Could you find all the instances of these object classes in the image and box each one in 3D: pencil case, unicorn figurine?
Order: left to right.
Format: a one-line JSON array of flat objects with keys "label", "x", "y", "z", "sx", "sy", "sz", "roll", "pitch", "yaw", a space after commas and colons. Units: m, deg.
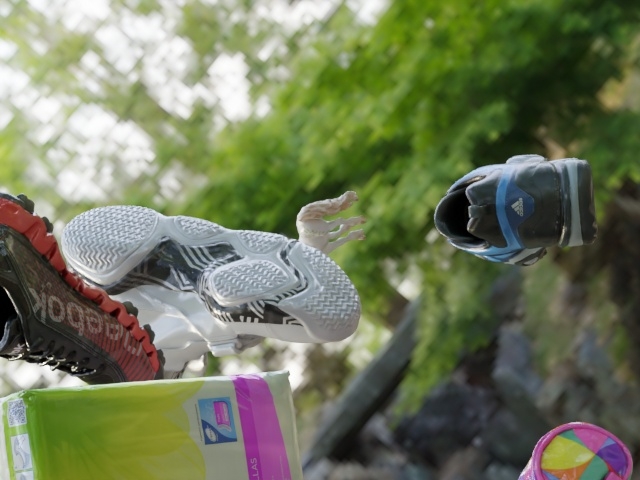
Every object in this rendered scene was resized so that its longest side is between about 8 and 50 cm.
[{"label": "unicorn figurine", "x": 0.000, "y": 0.000, "z": 2.234, "sx": 0.111, "sy": 0.060, "sz": 0.162, "roll": -22, "pitch": -45, "yaw": -10}, {"label": "pencil case", "x": 0.226, "y": 0.260, "z": 1.761, "sx": 0.104, "sy": 0.104, "sz": 0.236, "roll": -46, "pitch": -17, "yaw": -26}]

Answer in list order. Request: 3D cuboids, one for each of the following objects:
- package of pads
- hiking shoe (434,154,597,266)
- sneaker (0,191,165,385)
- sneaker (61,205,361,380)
[{"label": "package of pads", "x": -0.148, "y": 0.242, "z": 1.671, "sx": 0.296, "sy": 0.229, "sz": 0.101, "roll": -1, "pitch": -11, "yaw": -38}, {"label": "hiking shoe", "x": 0.172, "y": -0.035, "z": 1.839, "sx": 0.304, "sy": 0.132, "sz": 0.113, "roll": 144, "pitch": 124, "yaw": -78}, {"label": "sneaker", "x": -0.262, "y": 0.084, "z": 1.794, "sx": 0.097, "sy": 0.276, "sz": 0.135, "roll": -15, "pitch": 38, "yaw": 40}, {"label": "sneaker", "x": -0.121, "y": 0.097, "z": 2.067, "sx": 0.137, "sy": 0.365, "sz": 0.210, "roll": -43, "pitch": -40, "yaw": -51}]
